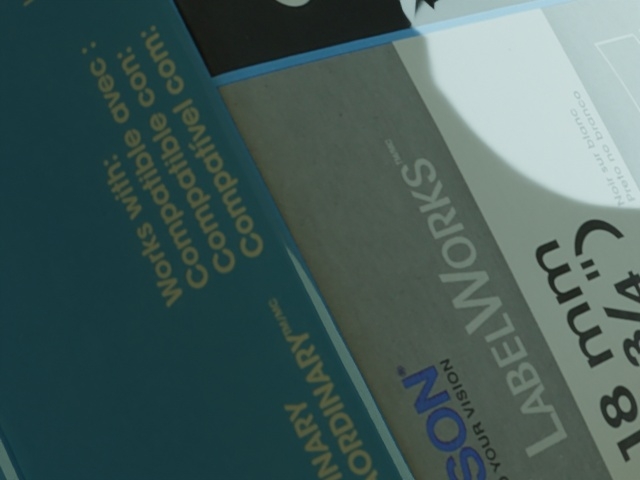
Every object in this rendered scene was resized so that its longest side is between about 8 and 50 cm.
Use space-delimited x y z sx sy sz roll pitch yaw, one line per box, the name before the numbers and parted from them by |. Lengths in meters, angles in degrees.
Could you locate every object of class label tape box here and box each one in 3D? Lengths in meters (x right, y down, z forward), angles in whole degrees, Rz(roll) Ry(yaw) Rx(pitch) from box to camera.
label tape box | 0.000 0.000 0.462 0.333 0.106 0.241 -19 79 -43
